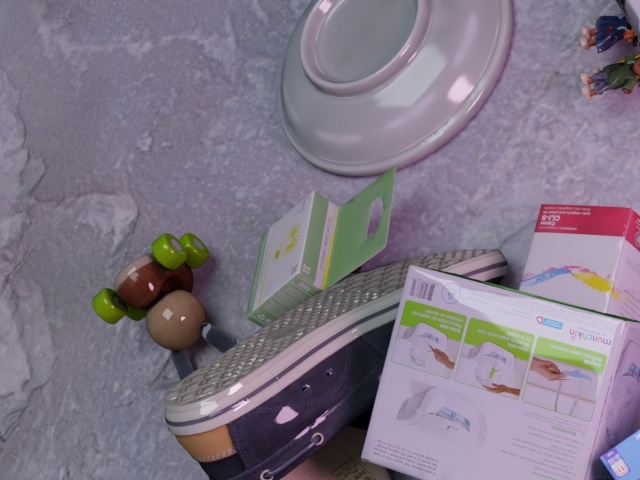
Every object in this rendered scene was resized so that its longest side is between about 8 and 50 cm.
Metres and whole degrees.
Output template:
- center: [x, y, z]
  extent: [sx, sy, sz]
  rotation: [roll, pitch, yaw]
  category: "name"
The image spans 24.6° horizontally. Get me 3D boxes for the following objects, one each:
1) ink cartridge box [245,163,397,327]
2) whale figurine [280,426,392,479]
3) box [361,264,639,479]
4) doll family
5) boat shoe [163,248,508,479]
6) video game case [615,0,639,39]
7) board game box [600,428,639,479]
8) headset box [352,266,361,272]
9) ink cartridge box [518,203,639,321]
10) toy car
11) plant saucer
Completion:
- center: [0.000, 0.000, 1.967]
  extent: [0.235, 0.056, 0.171]
  rotation: [-41, 26, 36]
  category: "ink cartridge box"
- center: [0.022, 0.326, 1.825]
  extent: [0.272, 0.141, 0.216]
  rotation: [36, 49, 26]
  category: "whale figurine"
- center: [0.205, 0.169, 1.613]
  extent: [0.262, 0.127, 0.231]
  rotation: [14, 91, 30]
  category: "box"
- center: [0.400, -0.253, 1.891]
  extent: [0.111, 0.076, 0.193]
  rotation: [-20, 53, 34]
  category: "doll family"
- center: [0.039, 0.148, 1.790]
  extent: [0.500, 0.156, 0.187]
  rotation: [-30, 14, -31]
  category: "boat shoe"
- center: [0.482, -0.397, 1.868]
  extent: [0.269, 0.061, 0.244]
  rotation: [-24, 53, 4]
  category: "video game case"
- center: [0.394, 0.203, 1.550]
  extent: [0.160, 0.210, 0.047]
  rotation: [-39, 69, 15]
  category: "board game box"
- center: [0.025, 0.014, 2.053]
  extent: [0.083, 0.032, 0.062]
  rotation: [-8, 62, 33]
  category: "headset box"
- center: [0.319, 0.063, 1.738]
  extent: [0.127, 0.128, 0.176]
  rotation: [4, 69, 38]
  category: "ink cartridge box"
- center: [-0.208, 0.108, 2.143]
  extent: [0.155, 0.149, 0.188]
  rotation: [-41, 77, 16]
  category: "toy car"
- center: [0.083, -0.290, 2.133]
  extent: [0.400, 0.100, 0.400]
  rotation: [-17, 57, 28]
  category: "plant saucer"
